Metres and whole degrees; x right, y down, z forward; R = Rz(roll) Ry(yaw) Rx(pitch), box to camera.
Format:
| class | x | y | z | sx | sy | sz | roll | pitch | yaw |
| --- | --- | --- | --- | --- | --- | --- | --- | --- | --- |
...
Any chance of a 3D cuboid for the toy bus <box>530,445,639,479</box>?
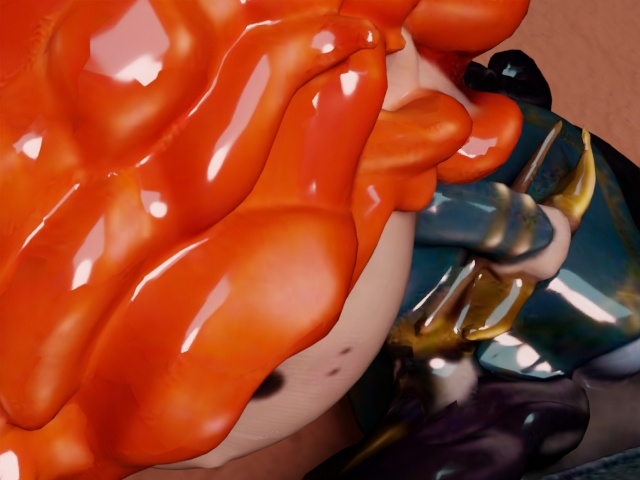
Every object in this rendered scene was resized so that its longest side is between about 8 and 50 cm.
| class | x | y | z | sx | sy | sz | roll | pitch | yaw |
| --- | --- | --- | --- | --- | --- | --- | --- | --- | --- |
| toy bus | 0.090 | 0.220 | 0.371 | 0.162 | 0.323 | 0.194 | -14 | 28 | -26 |

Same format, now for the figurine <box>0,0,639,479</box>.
| class | x | y | z | sx | sy | sz | roll | pitch | yaw |
| --- | --- | --- | --- | --- | --- | --- | --- | --- | --- |
| figurine | 0.005 | 0.010 | 0.497 | 0.412 | 0.241 | 0.306 | 45 | 58 | -29 |
